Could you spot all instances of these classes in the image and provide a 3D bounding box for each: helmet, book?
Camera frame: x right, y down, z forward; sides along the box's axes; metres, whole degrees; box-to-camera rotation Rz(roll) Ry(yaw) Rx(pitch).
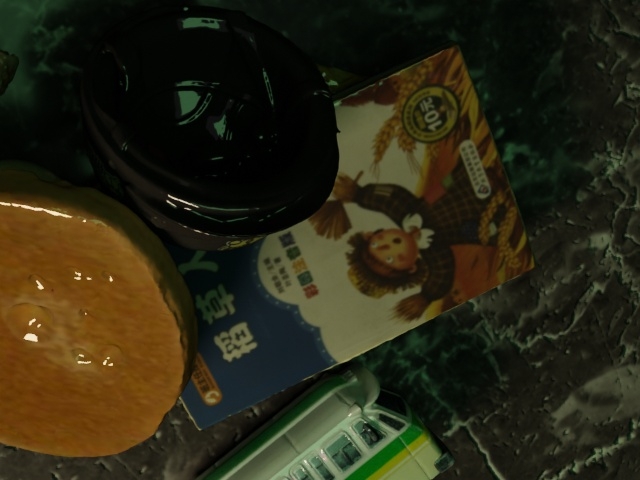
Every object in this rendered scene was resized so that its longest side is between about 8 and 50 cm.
[{"bbox_3d":[-0.108,-0.082,1.319,0.231,0.278,0.160,-15,152,-24],"label":"helmet"},{"bbox_3d":[0.000,0.000,1.502,0.428,0.039,0.300,-26,121,-2],"label":"book"}]

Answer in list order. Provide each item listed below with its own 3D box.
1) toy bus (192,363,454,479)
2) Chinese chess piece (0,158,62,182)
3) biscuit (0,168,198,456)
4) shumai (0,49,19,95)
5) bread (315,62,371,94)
[{"bbox_3d":[-0.006,0.266,1.572,0.276,0.134,0.164,-39,114,-6],"label":"toy bus"},{"bbox_3d":[-0.316,-0.012,1.429,0.144,0.058,0.144,-5,106,-17],"label":"Chinese chess piece"},{"bbox_3d":[-0.298,0.070,1.339,0.365,0.062,0.385,10,137,-2],"label":"biscuit"},{"bbox_3d":[-0.375,-0.157,1.340,0.145,0.145,0.116,-41,95,-5],"label":"shumai"},{"bbox_3d":[-0.013,-0.150,1.489,0.368,0.077,0.084,12,98,-23],"label":"bread"}]
